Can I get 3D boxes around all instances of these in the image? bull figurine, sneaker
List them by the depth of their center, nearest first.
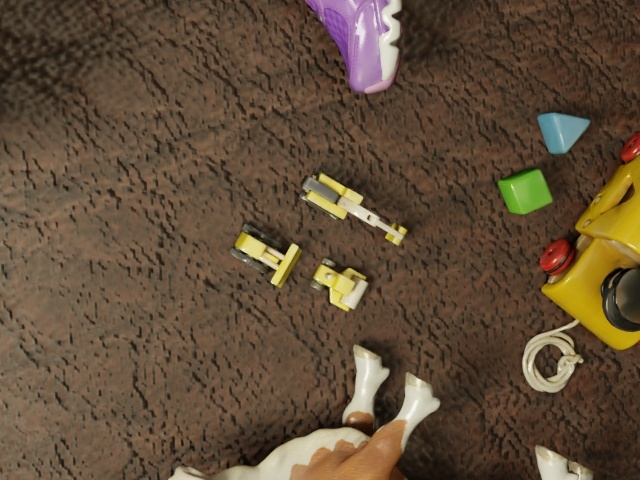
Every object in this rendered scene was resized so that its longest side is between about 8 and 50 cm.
[{"bbox_3d":[-0.013,-0.206,0.845,0.105,0.095,0.236,-17,92,-2],"label":"sneaker"},{"bbox_3d":[0.051,0.191,0.872,0.310,0.101,0.188,29,87,-11],"label":"bull figurine"}]

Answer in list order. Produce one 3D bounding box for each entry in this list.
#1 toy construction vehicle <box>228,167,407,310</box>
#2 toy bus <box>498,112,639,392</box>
[{"bbox_3d":[0.000,0.000,0.883,0.098,0.035,0.086,33,87,-11],"label":"toy construction vehicle"},{"bbox_3d":[0.237,0.002,0.893,0.191,0.104,0.202,-9,95,-10],"label":"toy bus"}]
